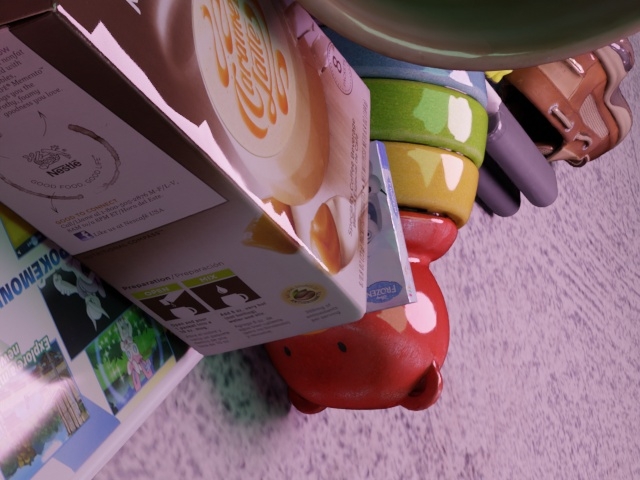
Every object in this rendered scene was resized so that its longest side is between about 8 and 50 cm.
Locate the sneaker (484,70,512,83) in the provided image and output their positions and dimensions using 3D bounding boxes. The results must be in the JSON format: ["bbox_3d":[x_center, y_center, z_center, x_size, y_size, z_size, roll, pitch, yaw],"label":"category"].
[{"bbox_3d":[0.109,-0.265,1.078,0.300,0.121,0.111,44,18,-39],"label":"sneaker"}]

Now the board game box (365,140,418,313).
[{"bbox_3d":[0.000,0.000,0.724,0.020,0.090,0.090,10,68,-71],"label":"board game box"}]

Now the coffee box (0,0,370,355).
[{"bbox_3d":[-0.074,-0.067,0.593,0.246,0.098,0.141,44,39,-49],"label":"coffee box"}]

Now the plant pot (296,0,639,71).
[{"bbox_3d":[0.059,-0.289,0.636,0.323,0.323,0.280,49,8,-44],"label":"plant pot"}]

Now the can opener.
[{"bbox_3d":[0.132,-0.108,1.142,0.280,0.074,0.093,42,41,-50],"label":"can opener"}]

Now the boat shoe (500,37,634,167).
[{"bbox_3d":[0.228,-0.138,1.313,0.122,0.120,0.324,45,-2,20],"label":"boat shoe"}]

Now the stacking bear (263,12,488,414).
[{"bbox_3d":[0.024,-0.040,0.809,0.164,0.175,0.289,20,69,-60],"label":"stacking bear"}]

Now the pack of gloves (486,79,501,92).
[{"bbox_3d":[0.135,-0.258,1.258,0.232,0.046,0.195,34,49,-55],"label":"pack of gloves"}]

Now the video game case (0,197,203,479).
[{"bbox_3d":[-0.150,-0.041,0.583,0.299,0.036,0.329,69,26,-15],"label":"video game case"}]
